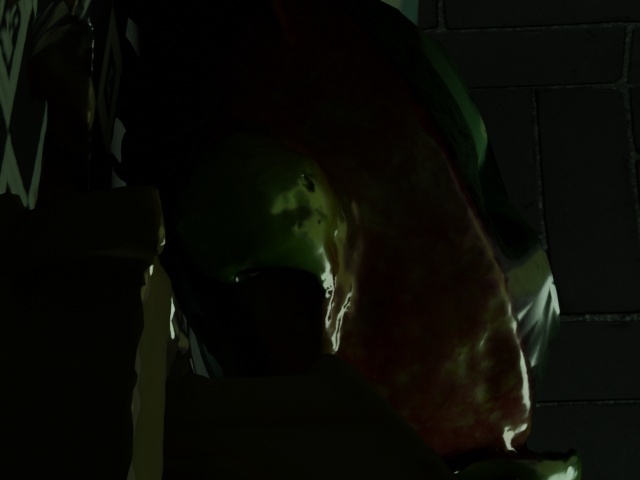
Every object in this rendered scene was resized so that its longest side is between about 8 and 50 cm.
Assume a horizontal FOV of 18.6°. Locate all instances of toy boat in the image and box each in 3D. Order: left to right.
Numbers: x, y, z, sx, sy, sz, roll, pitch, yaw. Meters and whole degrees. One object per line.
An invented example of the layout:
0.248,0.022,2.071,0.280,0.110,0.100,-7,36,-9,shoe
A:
-0.037,0.096,0.508,0.445,0.162,0.136,78,13,-72,toy boat

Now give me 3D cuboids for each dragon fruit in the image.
0.000,0.000,0.791,0.295,0.130,0.268,140,-72,-83,dragon fruit

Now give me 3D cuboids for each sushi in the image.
-0.097,-0.047,0.598,0.210,0.040,0.193,88,7,-73,sushi

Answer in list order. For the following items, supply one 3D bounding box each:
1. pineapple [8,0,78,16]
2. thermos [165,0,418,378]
-0.061,-0.128,0.410,0.161,0.137,0.176,83,4,-60,pineapple
-0.025,-0.015,1.082,0.182,0.145,0.286,14,-73,58,thermos
